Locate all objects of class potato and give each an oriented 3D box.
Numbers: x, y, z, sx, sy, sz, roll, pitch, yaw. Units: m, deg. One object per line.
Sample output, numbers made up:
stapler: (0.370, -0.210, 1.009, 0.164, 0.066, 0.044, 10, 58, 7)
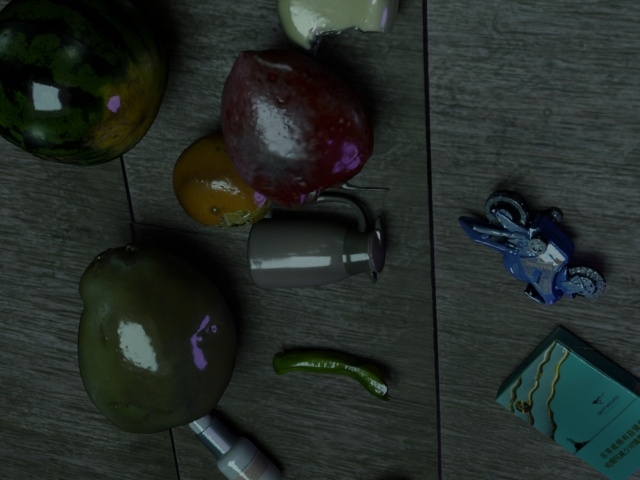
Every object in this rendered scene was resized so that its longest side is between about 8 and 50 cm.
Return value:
potato: (-0.255, 0.159, 1.920, 0.243, 0.221, 0.326, 16, 124, 17)

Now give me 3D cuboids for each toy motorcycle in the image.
toy motorcycle: (0.289, 0.017, 1.669, 0.205, 0.076, 0.114, 42, 137, -6)

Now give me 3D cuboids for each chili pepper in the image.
chili pepper: (0.021, 0.203, 1.935, 0.201, 0.050, 0.052, 10, 143, 22)

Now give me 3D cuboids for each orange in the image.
orange: (-0.132, -0.088, 1.756, 0.156, 0.134, 0.156, 14, 152, 8)

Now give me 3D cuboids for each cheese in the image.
cheese: (0.017, -0.353, 1.530, 0.163, 0.071, 0.249, 8, 126, 19)

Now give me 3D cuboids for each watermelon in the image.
watermelon: (-0.335, -0.225, 1.662, 0.269, 0.269, 0.269, 12, 127, 17)

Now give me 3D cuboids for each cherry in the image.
cherry: (-0.038, -0.157, 1.613, 0.192, 0.175, 0.250, -9, 136, 36)

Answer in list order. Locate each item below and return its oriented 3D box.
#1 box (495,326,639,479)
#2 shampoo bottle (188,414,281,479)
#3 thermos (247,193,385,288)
box: (0.393, 0.243, 1.793, 0.229, 0.041, 0.162, 34, 130, -1)
shampoo bottle: (-0.153, 0.366, 2.112, 0.192, 0.074, 0.074, 45, 129, -10)
thermos: (0.000, 0.000, 1.778, 0.193, 0.105, 0.137, -2, 91, 22)
